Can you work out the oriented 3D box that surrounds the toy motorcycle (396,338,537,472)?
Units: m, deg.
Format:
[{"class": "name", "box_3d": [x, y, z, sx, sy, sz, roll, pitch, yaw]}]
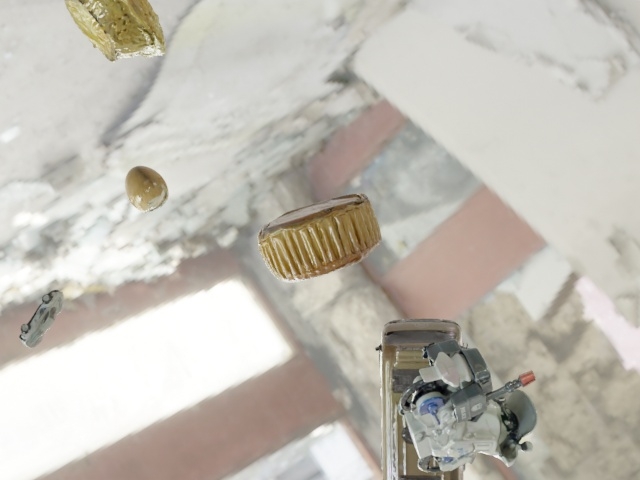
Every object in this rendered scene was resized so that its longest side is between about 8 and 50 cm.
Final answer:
[{"class": "toy motorcycle", "box_3d": [0.167, 0.192, 1.353, 0.150, 0.102, 0.221, -20, 142, -1]}]

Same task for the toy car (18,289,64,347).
[{"class": "toy car", "box_3d": [-0.400, 0.113, 1.740, 0.093, 0.025, 0.041, -56, 160, -11]}]

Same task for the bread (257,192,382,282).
[{"class": "bread", "box_3d": [-0.001, 0.000, 1.809, 0.199, 0.104, 0.199, -19, -174, 2]}]

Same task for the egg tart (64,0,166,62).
[{"class": "egg tart", "box_3d": [-0.286, -0.308, 1.624, 0.074, 0.191, 0.191, -42, 169, -15]}]

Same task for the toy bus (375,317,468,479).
[{"class": "toy bus", "box_3d": [0.153, 0.270, 1.826, 0.139, 0.290, 0.157, 1, -172, 6]}]

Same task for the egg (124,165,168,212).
[{"class": "egg", "box_3d": [-0.341, -0.103, 2.334, 0.080, 0.096, 0.080, -36, 169, -8]}]
